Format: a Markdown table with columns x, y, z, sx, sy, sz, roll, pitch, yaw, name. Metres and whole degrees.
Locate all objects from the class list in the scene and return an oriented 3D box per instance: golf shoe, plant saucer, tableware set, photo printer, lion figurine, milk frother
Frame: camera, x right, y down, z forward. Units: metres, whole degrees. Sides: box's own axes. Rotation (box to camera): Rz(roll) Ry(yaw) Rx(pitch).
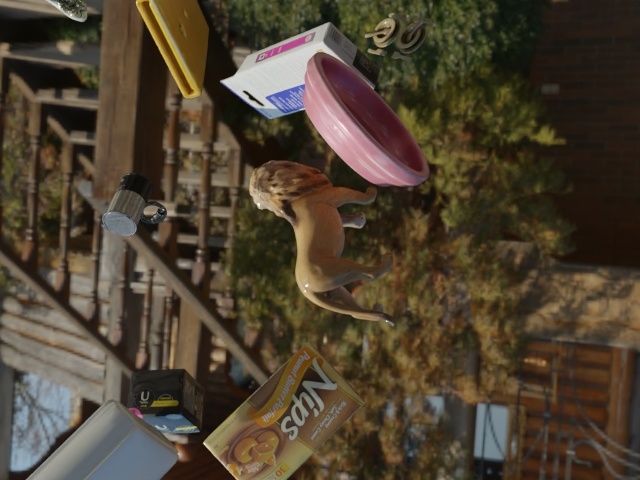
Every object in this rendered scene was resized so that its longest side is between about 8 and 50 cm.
| x | y | z | sx | sy | sz | roll | pitch | yaw | name |
| --- | --- | --- | --- | --- | --- | --- | --- | --- | --- |
| -0.688 | -0.636 | 1.991 | 0.176 | 0.069 | 0.086 | 43 | 172 | 0 | golf shoe |
| 0.080 | -0.228 | 1.517 | 0.084 | 0.332 | 0.332 | -41 | 161 | 22 | plant saucer |
| 0.204 | -0.555 | 2.023 | 0.039 | 0.128 | 0.194 | 30 | -179 | -40 | tableware set |
| -0.440 | 0.471 | 1.452 | 0.107 | 0.307 | 0.256 | 38 | 164 | 27 | photo printer |
| 0.000 | 0.000 | 1.472 | 0.240 | 0.392 | 0.142 | 3 | 138 | -21 | lion figurine |
| -0.448 | -0.064 | 1.850 | 0.143 | 0.134 | 0.129 | 28 | 138 | -17 | milk frother |

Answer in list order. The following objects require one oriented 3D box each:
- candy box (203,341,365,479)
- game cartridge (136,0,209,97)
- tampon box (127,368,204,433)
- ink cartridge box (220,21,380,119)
| x | y | z | sx | sy | sz | roll | pitch | yaw | name |
| --- | --- | --- | --- | --- | --- | --- | --- | --- | --- |
| -0.078 | 0.397 | 1.668 | 0.183 | 0.316 | 0.087 | 47 | 172 | 4 | candy box |
| -0.361 | -0.559 | 1.889 | 0.053 | 0.323 | 0.285 | -14 | 134 | 9 | game cartridge |
| -0.335 | 0.354 | 1.657 | 0.120 | 0.101 | 0.161 | -4 | 152 | 7 | tampon box |
| -0.055 | -0.385 | 1.775 | 0.371 | 0.069 | 0.176 | -9 | 147 | 45 | ink cartridge box |
